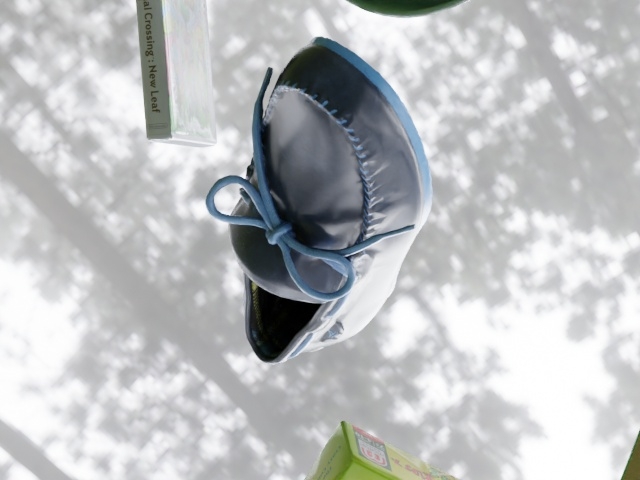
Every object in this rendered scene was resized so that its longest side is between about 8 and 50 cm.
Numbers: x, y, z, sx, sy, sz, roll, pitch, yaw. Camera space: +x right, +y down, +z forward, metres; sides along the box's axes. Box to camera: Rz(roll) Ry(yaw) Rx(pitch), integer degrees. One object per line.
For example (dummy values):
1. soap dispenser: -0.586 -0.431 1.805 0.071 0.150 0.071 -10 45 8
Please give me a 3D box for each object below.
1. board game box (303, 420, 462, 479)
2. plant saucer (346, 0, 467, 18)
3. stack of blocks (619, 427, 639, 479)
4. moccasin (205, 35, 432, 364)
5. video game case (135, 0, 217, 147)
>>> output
1. board game box: 0.005 0.192 0.847 0.181 0.092 0.043 -58 -165 15
2. plant saucer: 0.056 -0.256 0.712 0.317 0.043 0.318 8 -81 60
3. stack of blocks: 0.238 0.157 0.494 0.297 0.171 0.087 13 -117 29
4. moccasin: 0.000 0.000 1.139 0.117 0.342 0.137 -41 -115 -21
5. video game case: -0.112 -0.170 1.269 0.023 0.212 0.193 -4 -88 6
